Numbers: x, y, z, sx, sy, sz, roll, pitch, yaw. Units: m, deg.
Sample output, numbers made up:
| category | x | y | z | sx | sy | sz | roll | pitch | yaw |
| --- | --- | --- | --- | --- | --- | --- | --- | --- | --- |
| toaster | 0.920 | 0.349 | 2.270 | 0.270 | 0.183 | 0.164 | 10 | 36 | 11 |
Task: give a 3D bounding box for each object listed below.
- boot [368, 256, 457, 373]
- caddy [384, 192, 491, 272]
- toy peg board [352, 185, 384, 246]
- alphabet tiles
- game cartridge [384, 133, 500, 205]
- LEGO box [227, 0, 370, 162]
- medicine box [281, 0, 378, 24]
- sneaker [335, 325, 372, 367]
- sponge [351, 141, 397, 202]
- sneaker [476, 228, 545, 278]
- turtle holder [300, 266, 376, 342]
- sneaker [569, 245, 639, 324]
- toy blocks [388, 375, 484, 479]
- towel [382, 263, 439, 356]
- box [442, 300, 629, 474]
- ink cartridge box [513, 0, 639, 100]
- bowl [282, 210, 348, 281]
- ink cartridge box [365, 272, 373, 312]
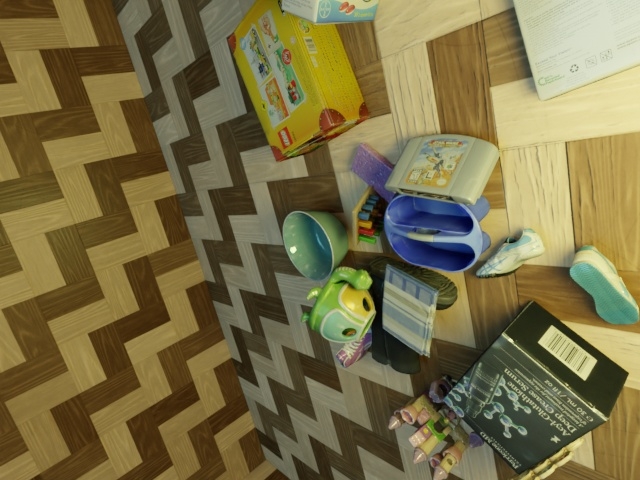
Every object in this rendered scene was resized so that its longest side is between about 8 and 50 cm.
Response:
| category | x | y | z | sx | sy | sz | roll | pitch | yaw |
| --- | --- | --- | --- | --- | --- | --- | --- | --- | --- |
| boot | 0.332 | 0.317 | 1.505 | 0.367 | 0.146 | 0.446 | 26 | 126 | 50 |
| caddy | 0.353 | -0.037 | 1.255 | 0.341 | 0.179 | 0.242 | 11 | 119 | 47 |
| toy peg board | 0.180 | -0.080 | 1.452 | 0.079 | 0.161 | 0.161 | 15 | 136 | 21 |
| alphabet tiles | 0.648 | 0.665 | 1.206 | 0.021 | 0.284 | 0.278 | 54 | -177 | 29 |
| game cartridge | 0.341 | -0.212 | 1.171 | 0.297 | 0.062 | 0.198 | 18 | 80 | 47 |
| LEGO box | -0.091 | -0.588 | 1.462 | 0.372 | 0.193 | 0.501 | -15 | 99 | 53 |
| medicine box | 0.049 | -0.778 | 1.127 | 0.149 | 0.263 | 0.290 | 39 | 136 | 29 |
| sneaker | 0.149 | 0.465 | 1.803 | 0.102 | 0.161 | 0.282 | 38 | 134 | 33 |
| sponge | 0.201 | -0.240 | 1.443 | 0.210 | 0.031 | 0.117 | 45 | 140 | 23 |
| sneaker | 0.537 | 0.047 | 1.173 | 0.237 | 0.085 | 0.086 | 128 | 138 | -54 |
| turtle holder | 0.096 | 0.235 | 1.531 | 0.227 | 0.243 | 0.321 | 31 | 100 | 20 |
| sneaker | 0.705 | 0.113 | 0.998 | 0.229 | 0.092 | 0.087 | 49 | 143 | -12 |
| toy blocks | 0.421 | 0.736 | 1.544 | 0.289 | 0.260 | 0.309 | 51 | 141 | 19 |
| towel | 0.294 | 0.235 | 1.362 | 0.209 | 0.034 | 0.285 | 29 | 133 | 41 |
| box | 0.601 | 0.432 | 1.195 | 0.293 | 0.211 | 0.396 | 42 | 138 | 26 |
| ink cartridge box | 0.572 | -0.502 | 0.818 | 0.324 | 0.071 | 0.331 | -10 | 99 | 53 |
| bowl | 0.000 | 0.000 | 1.713 | 0.311 | 0.163 | 0.312 | 28 | 130 | 39 |
| ink cartridge box | 0.177 | 0.229 | 1.678 | 0.061 | 0.104 | 0.182 | 38 | 135 | 31 |
